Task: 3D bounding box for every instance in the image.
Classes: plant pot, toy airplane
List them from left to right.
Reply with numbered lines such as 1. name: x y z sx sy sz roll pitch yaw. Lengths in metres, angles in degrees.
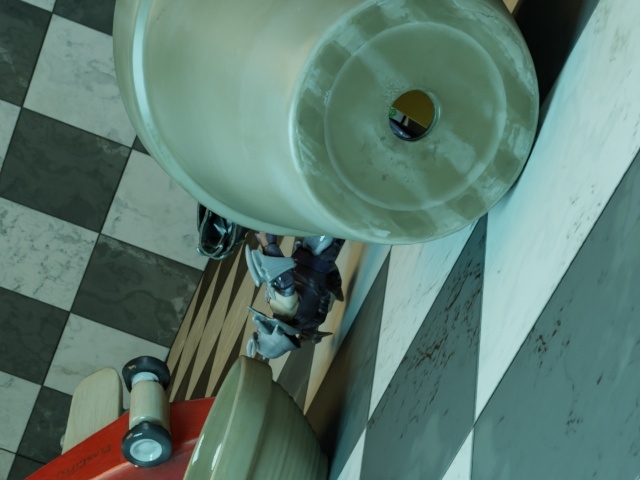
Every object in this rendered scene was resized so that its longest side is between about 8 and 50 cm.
1. toy airplane: -0.265 0.341 2.170 0.384 0.272 0.386 6 58 50
2. plant pot: -0.064 0.233 1.594 0.237 0.109 0.237 -159 90 -83
3. plant pot: 0.025 -0.130 1.338 0.323 0.323 0.280 -68 23 10
4. plant pot: 0.102 -0.156 1.580 0.083 0.081 0.081 -56 12 22

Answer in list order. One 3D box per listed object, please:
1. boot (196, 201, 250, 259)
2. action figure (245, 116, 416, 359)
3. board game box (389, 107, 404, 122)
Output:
1. boot: -0.058 -0.058 1.817 0.229 0.091 0.263 -49 -21 -36
2. action figure: 0.000 0.000 1.765 0.285 0.099 0.185 -61 -10 4
3. board game box: 0.060 -0.180 2.038 0.305 0.053 0.193 -79 13 -54
